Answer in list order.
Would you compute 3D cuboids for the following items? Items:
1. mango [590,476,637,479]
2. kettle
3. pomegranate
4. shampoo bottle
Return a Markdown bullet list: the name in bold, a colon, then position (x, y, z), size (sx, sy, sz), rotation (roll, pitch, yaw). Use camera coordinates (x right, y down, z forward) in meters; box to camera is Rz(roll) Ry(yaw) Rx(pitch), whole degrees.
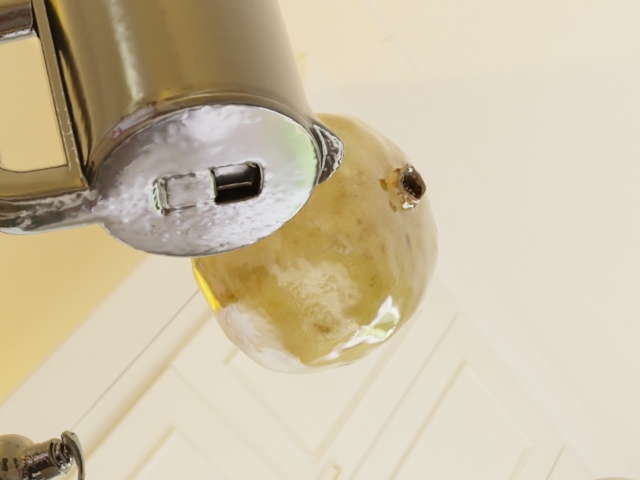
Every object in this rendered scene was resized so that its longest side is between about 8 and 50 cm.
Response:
- **mango**: position (0.308, 0.335, 0.900), size (0.173, 0.211, 0.317), rotation (1, -11, -5)
- **kettle**: position (-0.147, -0.157, 0.760), size (0.262, 0.307, 0.203), rotation (9, -44, -32)
- **pomegranate**: position (0.000, 0.000, 1.196), size (0.333, 0.332, 0.332), rotation (24, -38, 21)
- **shampoo bottle**: position (-0.407, 0.298, 1.151), size (0.284, 0.101, 0.101), rotation (-24, -64, 15)
